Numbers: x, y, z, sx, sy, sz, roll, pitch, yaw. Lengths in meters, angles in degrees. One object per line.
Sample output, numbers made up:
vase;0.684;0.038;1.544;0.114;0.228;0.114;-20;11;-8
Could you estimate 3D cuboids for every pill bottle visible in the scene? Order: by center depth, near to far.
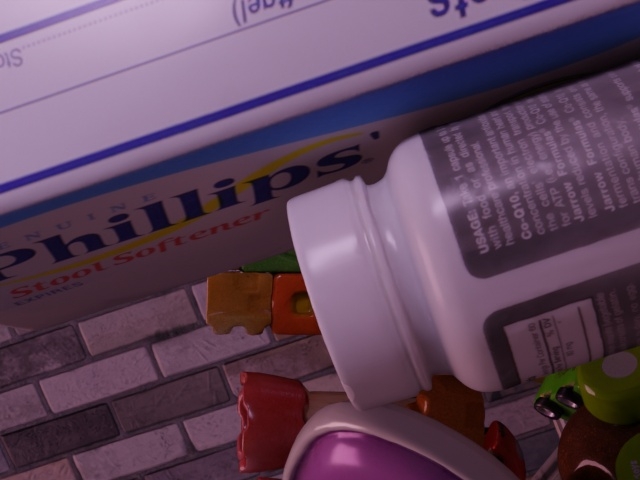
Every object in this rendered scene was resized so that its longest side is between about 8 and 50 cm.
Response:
pill bottle;0.065;-0.003;0.387;0.078;0.137;0.078;-18;-90;-85

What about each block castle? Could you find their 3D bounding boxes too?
block castle;0.000;0.000;1.004;0.303;0.213;0.453;-112;24;-74

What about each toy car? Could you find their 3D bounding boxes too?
toy car;0.136;0.172;0.818;0.149;0.188;0.155;-102;-8;-52
toy car;0.182;0.122;1.044;0.053;0.239;0.225;32;161;-3

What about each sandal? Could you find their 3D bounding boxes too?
sandal;0.043;0.242;0.773;0.416;0.169;0.102;91;-157;-50

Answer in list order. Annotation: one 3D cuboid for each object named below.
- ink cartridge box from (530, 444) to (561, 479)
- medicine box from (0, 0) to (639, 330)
ink cartridge box;0.188;0.234;1.098;0.072;0.175;0.127;39;-179;8
medicine box;-0.042;-0.148;0.466;0.149;0.264;0.289;47;-155;-77
